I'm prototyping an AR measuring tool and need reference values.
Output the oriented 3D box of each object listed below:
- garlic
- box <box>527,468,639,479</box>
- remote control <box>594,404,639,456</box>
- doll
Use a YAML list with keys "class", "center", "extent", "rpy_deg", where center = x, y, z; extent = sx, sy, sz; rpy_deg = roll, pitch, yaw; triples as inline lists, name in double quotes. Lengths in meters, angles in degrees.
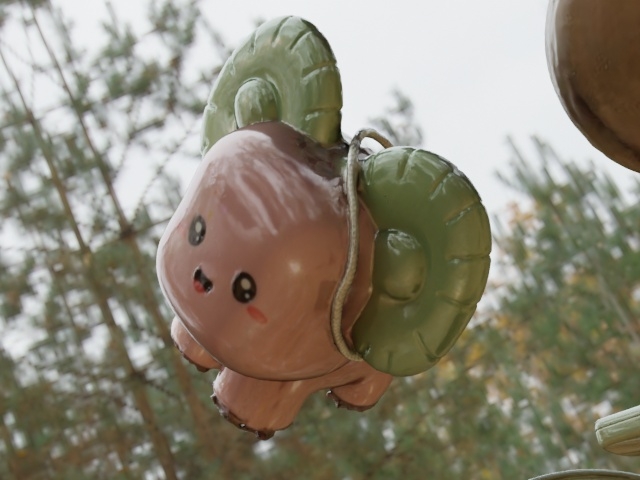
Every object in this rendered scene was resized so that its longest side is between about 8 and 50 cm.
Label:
- class: "garlic"
  center: [0.204, -0.117, 0.899]
  extent: [0.101, 0.195, 0.087]
  rpy_deg: [-27, 11, 28]
- class: "box"
  center: [0.161, 0.267, 0.786]
  extent: [0.226, 0.226, 0.149]
  rpy_deg: [-18, -35, -17]
- class: "remote control"
  center: [0.380, 0.160, 1.303]
  extent: [0.233, 0.038, 0.098]
  rpy_deg: [-28, -29, 35]
- class: "doll"
  center: [0.000, 0.000, 0.987]
  extent: [0.216, 0.284, 0.268]
  rpy_deg: [-9, -41, -45]
